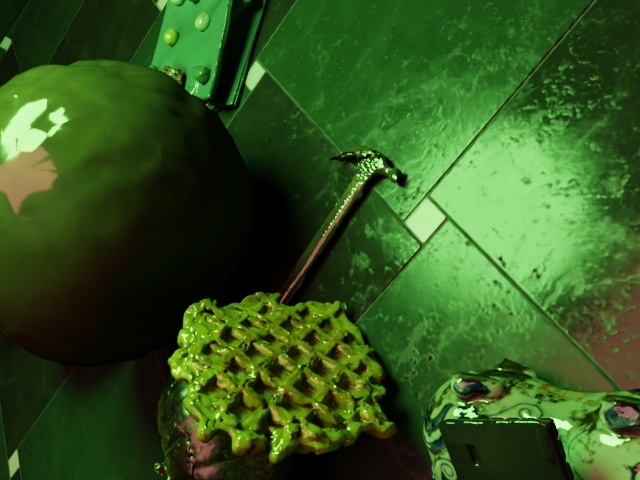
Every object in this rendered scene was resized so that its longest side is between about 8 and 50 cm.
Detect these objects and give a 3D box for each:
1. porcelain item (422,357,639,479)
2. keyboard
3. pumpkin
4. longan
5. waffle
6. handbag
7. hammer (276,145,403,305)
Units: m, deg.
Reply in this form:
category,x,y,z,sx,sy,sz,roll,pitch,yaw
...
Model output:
category,x,y,z,sx,sy,sz,roll,pitch,yaw
porcelain item,0.210,0.205,0.493,0.288,0.138,0.186,-3,84,43
keyboard,0.183,0.280,0.451,0.106,0.027,0.317,-17,94,44
pumpkin,-0.125,0.255,0.727,0.238,0.159,0.238,36,132,54
longan,-0.294,-0.033,0.853,0.404,0.404,0.436,21,120,45
waffle,-0.043,0.145,0.671,0.245,0.254,0.052,-118,39,-51
handbag,-0.240,-0.389,1.141,0.268,0.100,0.274,14,84,44
hammer,0.000,0.000,0.833,0.125,0.027,0.297,42,105,42
